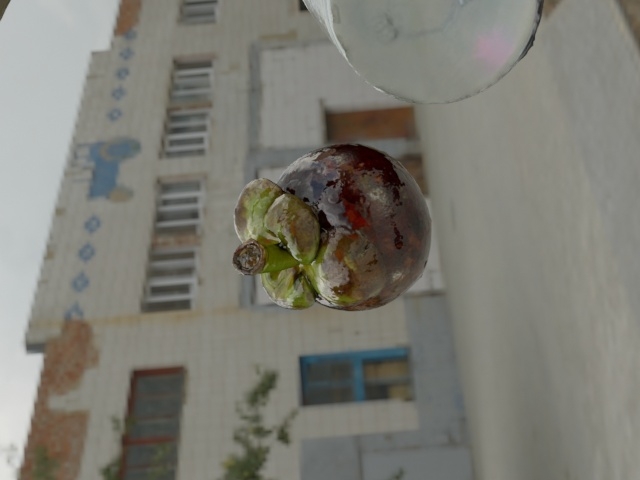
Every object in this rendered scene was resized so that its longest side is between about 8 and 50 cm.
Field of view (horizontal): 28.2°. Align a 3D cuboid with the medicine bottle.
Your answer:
[{"bbox_3d":[0.076,-0.259,1.214,0.332,0.190,0.190,-112,15,-67],"label":"medicine bottle"}]

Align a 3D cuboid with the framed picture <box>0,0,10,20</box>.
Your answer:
[{"bbox_3d":[-0.391,-0.131,0.809,0.446,0.326,0.028,-62,33,2],"label":"framed picture"}]

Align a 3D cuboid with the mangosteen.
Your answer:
[{"bbox_3d":[0.007,0.006,1.084,0.181,0.156,0.146,-47,-53,-29],"label":"mangosteen"}]
